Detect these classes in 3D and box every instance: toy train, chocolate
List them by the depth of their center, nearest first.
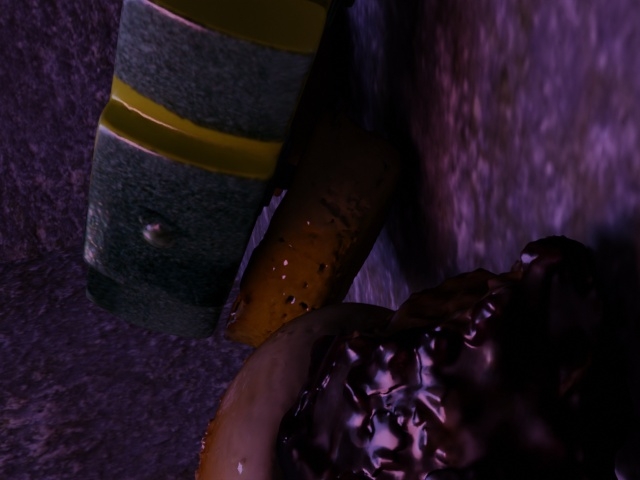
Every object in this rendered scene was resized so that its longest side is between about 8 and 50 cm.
[{"bbox_3d":[0.091,0.068,0.485,0.224,0.206,0.177,-37,-36,-61],"label":"chocolate"},{"bbox_3d":[-0.096,-0.103,0.709,0.442,0.179,0.272,115,172,-49],"label":"toy train"}]

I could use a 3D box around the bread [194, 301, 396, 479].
[{"bbox_3d":[0.015,0.149,0.676,0.171,0.314,0.192,-18,79,43],"label":"bread"}]

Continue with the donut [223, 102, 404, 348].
[{"bbox_3d":[0.000,0.000,0.814,0.272,0.107,0.272,24,-90,-88],"label":"donut"}]

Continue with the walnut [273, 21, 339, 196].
[{"bbox_3d":[-0.077,-0.203,0.945,0.209,0.208,0.336,-123,22,-59],"label":"walnut"}]
